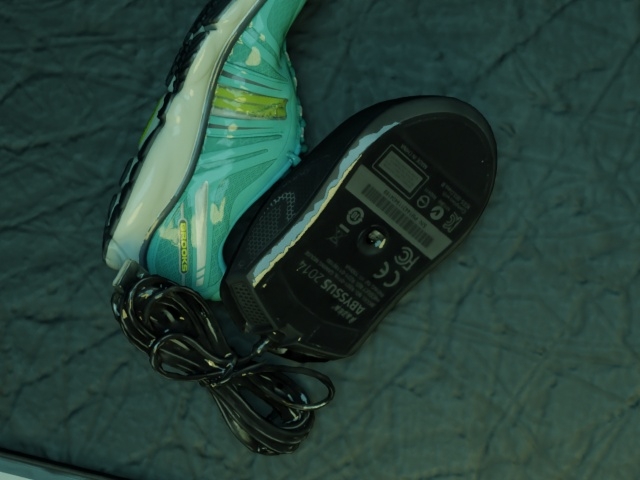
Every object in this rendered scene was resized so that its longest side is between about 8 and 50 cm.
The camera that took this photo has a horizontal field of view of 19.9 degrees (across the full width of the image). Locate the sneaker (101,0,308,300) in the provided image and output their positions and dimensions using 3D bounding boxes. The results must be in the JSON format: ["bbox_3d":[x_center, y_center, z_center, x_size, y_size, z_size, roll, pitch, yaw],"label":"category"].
[{"bbox_3d":[-0.057,-0.088,1.261,0.110,0.107,0.275,24,93,-13],"label":"sneaker"}]

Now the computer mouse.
[{"bbox_3d":[0.000,0.000,1.232,0.272,0.072,0.188,-44,122,2],"label":"computer mouse"}]

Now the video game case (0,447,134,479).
[{"bbox_3d":[-0.144,0.291,1.261,0.275,0.035,0.248,13,87,5],"label":"video game case"}]
